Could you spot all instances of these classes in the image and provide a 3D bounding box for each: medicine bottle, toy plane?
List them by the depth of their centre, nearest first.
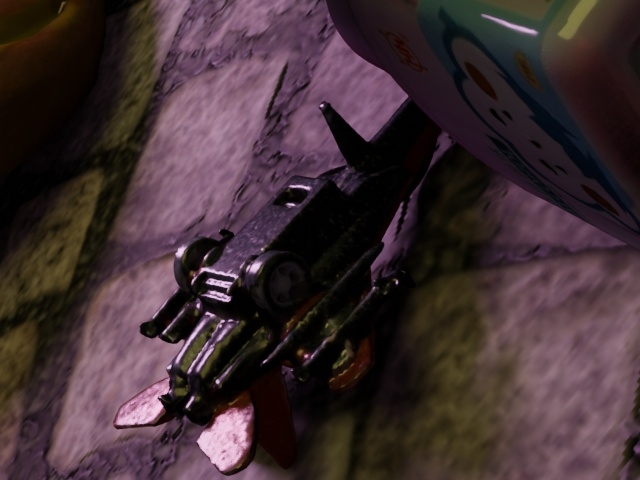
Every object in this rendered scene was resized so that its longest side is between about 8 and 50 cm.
[{"bbox_3d":[0.077,-0.070,0.455,0.094,0.119,0.188,-48,32,-4],"label":"medicine bottle"},{"bbox_3d":[-0.002,-0.002,0.539,0.130,0.061,0.189,8,65,54],"label":"toy plane"}]

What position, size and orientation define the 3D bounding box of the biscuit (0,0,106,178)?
[{"bbox_3d":[-0.298,-0.124,0.877,0.350,0.070,0.394,-24,39,-8],"label":"biscuit"}]
